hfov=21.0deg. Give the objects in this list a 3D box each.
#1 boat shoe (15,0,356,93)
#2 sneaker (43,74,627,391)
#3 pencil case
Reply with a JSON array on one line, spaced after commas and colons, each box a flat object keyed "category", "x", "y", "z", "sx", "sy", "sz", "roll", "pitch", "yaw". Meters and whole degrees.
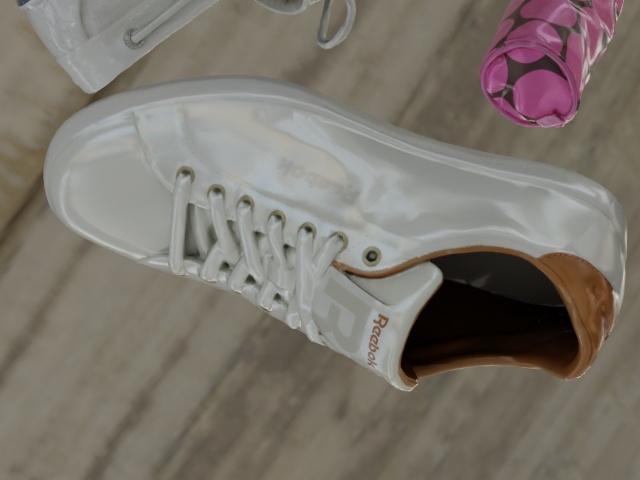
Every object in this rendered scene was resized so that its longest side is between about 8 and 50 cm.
[{"category": "boat shoe", "x": -0.026, "y": -0.202, "z": 1.154, "sx": 0.367, "sy": 0.136, "sz": 0.156, "roll": -34, "pitch": -77, "yaw": -28}, {"category": "sneaker", "x": 0.000, "y": 0.000, "z": 0.814, "sx": 0.123, "sy": 0.290, "sz": 0.106, "roll": -73, "pitch": -10, "yaw": -54}, {"category": "pencil case", "x": 0.203, "y": -0.171, "z": 1.467, "sx": 0.098, "sy": 0.095, "sz": 0.209, "roll": 66, "pitch": -146, "yaw": -24}]
